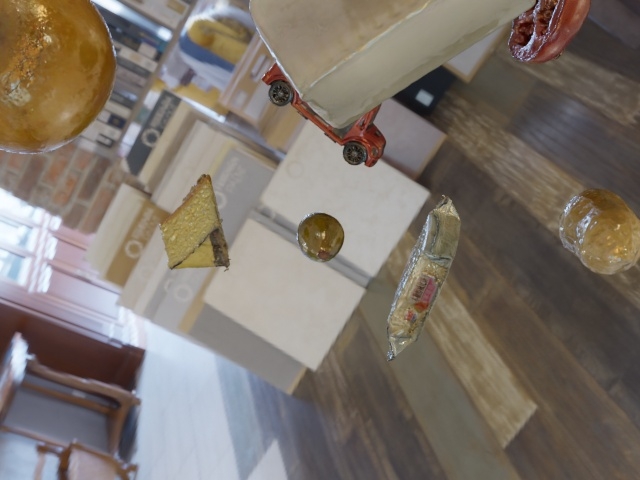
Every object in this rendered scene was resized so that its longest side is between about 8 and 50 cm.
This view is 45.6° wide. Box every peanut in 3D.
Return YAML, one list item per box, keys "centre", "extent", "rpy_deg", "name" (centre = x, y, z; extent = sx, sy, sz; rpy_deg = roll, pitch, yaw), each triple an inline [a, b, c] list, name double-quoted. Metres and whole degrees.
- centre: [0.484, -0.017, 1.321]
  extent: [0.129, 0.129, 0.224]
  rpy_deg: [-57, 8, 16]
  name: "peanut"

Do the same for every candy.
- centre: [0.095, -0.329, 1.056]
  extent: [0.359, 0.145, 0.208]
  rpy_deg: [-32, 61, 13]
  name: "candy"

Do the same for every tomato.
- centre: [0.512, -0.492, 1.670]
  extent: [0.228, 0.101, 0.228]
  rpy_deg: [-168, 90, -71]
  name: "tomato"

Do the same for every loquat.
- centre: [-0.427, -0.257, 1.100]
  extent: [0.263, 0.263, 0.263]
  rpy_deg: [-45, 31, 37]
  name: "loquat"

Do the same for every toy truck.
- centre: [0.024, -0.245, 1.368]
  extent: [0.114, 0.253, 0.107]
  rpy_deg: [-51, 2, 23]
  name: "toy truck"

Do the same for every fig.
- centre: [0.000, 0.000, 1.151]
  extent: [0.074, 0.074, 0.088]
  rpy_deg: [-52, 22, 26]
  name: "fig"

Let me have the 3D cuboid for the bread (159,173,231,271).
- centre: [-0.226, -0.031, 1.405]
  extent: [0.152, 0.127, 0.147]
  rpy_deg: [106, 154, -44]
  name: "bread"

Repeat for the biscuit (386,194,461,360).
- centre: [0.199, 0.081, 1.493]
  extent: [0.186, 0.079, 0.309]
  rpy_deg: [-64, -5, -48]
  name: "biscuit"
